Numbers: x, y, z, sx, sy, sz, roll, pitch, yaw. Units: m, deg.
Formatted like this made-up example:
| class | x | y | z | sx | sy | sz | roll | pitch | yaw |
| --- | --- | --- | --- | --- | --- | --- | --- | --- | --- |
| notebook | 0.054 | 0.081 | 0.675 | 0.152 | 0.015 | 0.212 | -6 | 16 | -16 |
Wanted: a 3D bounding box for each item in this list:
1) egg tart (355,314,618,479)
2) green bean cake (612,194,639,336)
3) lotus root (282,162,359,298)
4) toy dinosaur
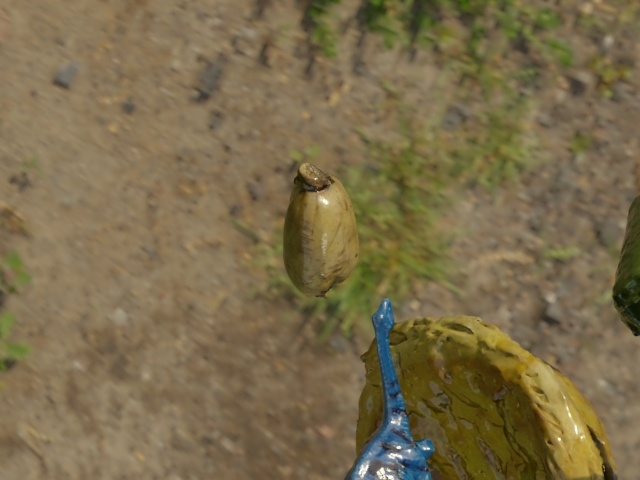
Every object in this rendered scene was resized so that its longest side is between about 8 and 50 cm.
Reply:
| class | x | y | z | sx | sy | sz | roll | pitch | yaw |
| --- | --- | --- | --- | --- | --- | --- | --- | --- | --- |
| egg tart | 0.175 | 0.212 | 1.877 | 0.129 | 0.341 | 0.341 | -24 | 120 | -34 |
| green bean cake | 0.476 | 0.026 | 1.806 | 0.319 | 0.335 | 0.218 | 45 | 39 | -24 |
| lotus root | 0.000 | 0.000 | 1.617 | 0.063 | 0.072 | 0.152 | -3 | 137 | 0 |
| toy dinosaur | 0.059 | 0.224 | 1.688 | 0.144 | 0.076 | 0.329 | 25 | 76 | -48 |
